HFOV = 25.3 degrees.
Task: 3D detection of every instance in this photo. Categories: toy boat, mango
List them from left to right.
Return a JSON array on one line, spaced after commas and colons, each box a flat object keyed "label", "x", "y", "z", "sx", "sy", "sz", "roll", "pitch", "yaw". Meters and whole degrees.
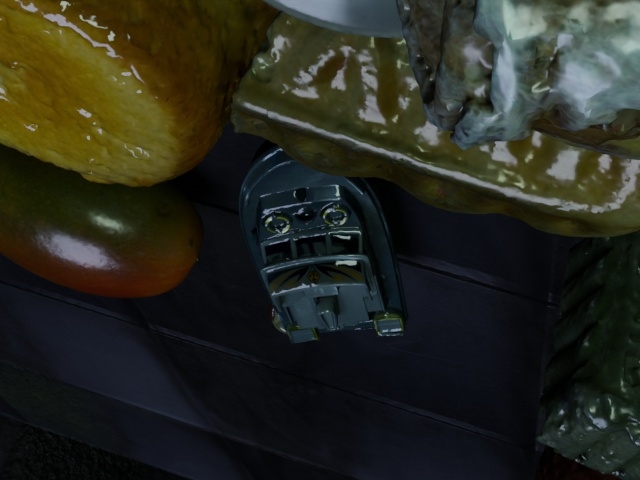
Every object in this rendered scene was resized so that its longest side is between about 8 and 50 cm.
[{"label": "mango", "x": -0.242, "y": -0.039, "z": 1.267, "sx": 0.289, "sy": 0.129, "sz": 0.146, "roll": 27, "pitch": 163, "yaw": 10}, {"label": "toy boat", "x": 0.000, "y": 0.004, "z": 1.132, "sx": 0.114, "sy": 0.122, "sz": 0.296, "roll": -8, "pitch": 152, "yaw": 6}]

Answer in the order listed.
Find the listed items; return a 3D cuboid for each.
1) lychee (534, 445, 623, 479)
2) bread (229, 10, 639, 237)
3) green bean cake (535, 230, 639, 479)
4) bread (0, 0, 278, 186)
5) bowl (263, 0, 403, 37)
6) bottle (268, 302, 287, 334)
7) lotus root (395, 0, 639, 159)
[{"label": "lychee", "x": 0.313, "y": 0.239, "z": 1.266, "sx": 0.261, "sy": 0.260, "sz": 0.260, "roll": 19, "pitch": 160, "yaw": 7}, {"label": "bread", "x": 0.093, "y": -0.080, "z": 0.809, "sx": 0.268, "sy": 0.130, "sz": 0.152, "roll": 18, "pitch": 156, "yaw": 6}, {"label": "green bean cake", "x": 0.254, "y": 0.082, "z": 1.002, "sx": 0.173, "sy": 0.181, "sz": 0.094, "roll": 24, "pitch": 151, "yaw": -8}, {"label": "bread", "x": -0.155, "y": -0.143, "z": 0.873, "sx": 0.268, "sy": 0.145, "sz": 0.268, "roll": 18, "pitch": 156, "yaw": 8}, {"label": "bowl", "x": 0.022, "y": -0.179, "z": 0.595, "sx": 0.289, "sy": 0.146, "sz": 0.289, "roll": 18, "pitch": 160, "yaw": 7}, {"label": "bottle", "x": -0.020, "y": 0.061, "z": 1.410, "sx": 0.047, "sy": 0.063, "sz": 0.101, "roll": 49, "pitch": 157, "yaw": 5}, {"label": "lotus root", "x": 0.177, "y": -0.123, "z": 0.477, "sx": 0.349, "sy": 0.175, "sz": 0.175, "roll": -13, "pitch": 174, "yaw": -24}]
